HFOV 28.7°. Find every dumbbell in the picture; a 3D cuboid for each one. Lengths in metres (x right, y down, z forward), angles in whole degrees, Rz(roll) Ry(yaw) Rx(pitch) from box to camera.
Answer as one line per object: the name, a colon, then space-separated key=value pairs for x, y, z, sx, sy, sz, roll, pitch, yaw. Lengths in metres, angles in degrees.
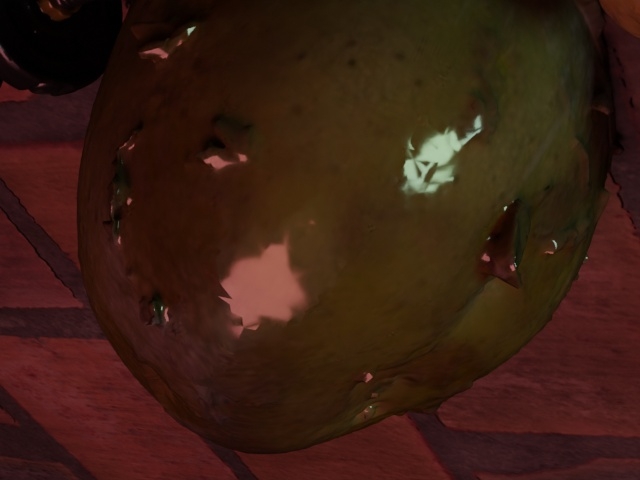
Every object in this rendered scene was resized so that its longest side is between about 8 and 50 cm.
dumbbell: x=-0.264 y=-0.171 z=0.978 sx=0.325 sy=0.143 sz=0.143 roll=-8 pitch=136 yaw=37

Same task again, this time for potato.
potato: x=0.000 y=0.000 z=0.921 sx=0.385 sy=0.319 sz=0.442 roll=16 pitch=148 yaw=12

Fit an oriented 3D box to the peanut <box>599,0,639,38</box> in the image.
peanut: x=0.286 y=-0.153 z=0.700 sx=0.274 sy=0.125 sz=0.111 roll=1 pitch=133 yaw=26
